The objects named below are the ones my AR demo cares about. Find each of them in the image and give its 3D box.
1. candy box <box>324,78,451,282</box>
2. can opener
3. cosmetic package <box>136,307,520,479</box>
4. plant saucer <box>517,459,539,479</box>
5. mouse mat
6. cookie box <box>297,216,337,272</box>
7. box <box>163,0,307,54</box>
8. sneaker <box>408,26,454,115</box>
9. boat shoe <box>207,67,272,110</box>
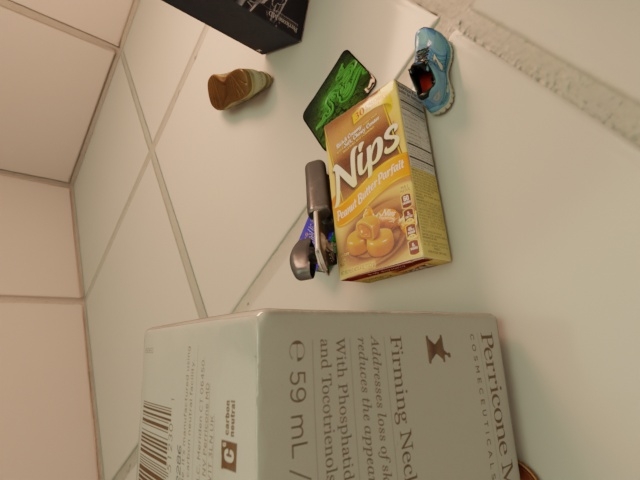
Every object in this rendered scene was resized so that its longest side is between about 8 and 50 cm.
[{"bbox_3d":[0.109,-0.096,0.743,0.183,0.087,0.316,-22,68,44],"label":"candy box"},{"bbox_3d":[-0.020,-0.046,0.807,0.095,0.076,0.283,-15,45,10],"label":"can opener"},{"bbox_3d":[0.006,0.266,0.544,0.327,0.393,0.329,-19,69,48],"label":"cosmetic package"},{"bbox_3d":[0.257,0.334,0.552,0.083,0.013,0.083,-11,75,46],"label":"plant saucer"},{"bbox_3d":[0.035,-0.314,0.929,0.190,0.007,0.153,-50,50,27],"label":"mouse mat"},{"bbox_3d":[0.000,0.000,0.877,0.092,0.040,0.107,38,110,44],"label":"cookie box"},{"bbox_3d":[-0.198,-0.689,1.006,0.179,0.343,0.313,12,92,47],"label":"box"},{"bbox_3d":[0.186,-0.301,0.711,0.063,0.073,0.162,-21,68,44],"label":"sneaker"},{"bbox_3d":[-0.248,-0.443,1.215,0.285,0.089,0.105,18,122,50],"label":"boat shoe"}]
